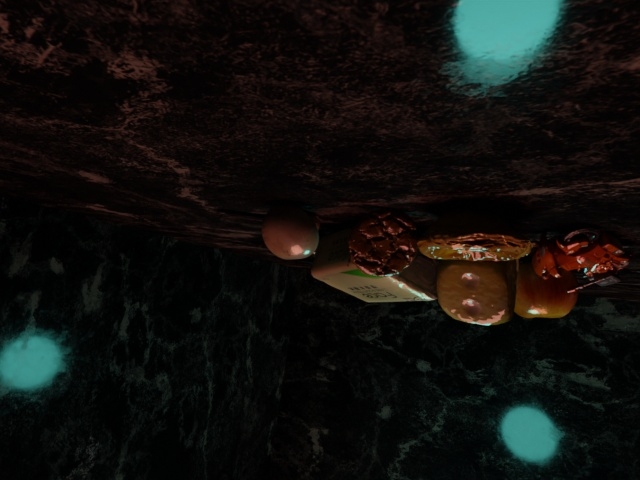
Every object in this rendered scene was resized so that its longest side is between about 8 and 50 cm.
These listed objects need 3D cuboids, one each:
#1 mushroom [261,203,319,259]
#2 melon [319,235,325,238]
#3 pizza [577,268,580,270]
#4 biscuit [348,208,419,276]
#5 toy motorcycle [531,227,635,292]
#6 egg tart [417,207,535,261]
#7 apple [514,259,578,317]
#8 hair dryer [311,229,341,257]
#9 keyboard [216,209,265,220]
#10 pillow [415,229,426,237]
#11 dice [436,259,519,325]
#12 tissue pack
[{"bbox_3d":[-0.087,-0.039,1.355,0.206,0.209,0.206,43,159,21],"label":"mushroom"},{"bbox_3d":[-0.001,-0.001,1.874,0.262,0.053,0.114,6,164,11],"label":"melon"},{"bbox_3d":[0.890,0.071,1.473,0.271,0.056,0.134,17,160,-41],"label":"pizza"},{"bbox_3d":[0.194,0.011,1.220,0.226,0.225,0.042,8,-167,-1],"label":"biscuit"},{"bbox_3d":[0.777,0.052,1.200,0.326,0.147,0.221,20,144,-29],"label":"toy motorcycle"},{"bbox_3d":[0.426,-0.015,1.118,0.319,0.128,0.319,6,172,1],"label":"egg tart"},{"bbox_3d":[0.907,0.205,1.654,0.286,0.232,0.286,-3,161,-1],"label":"apple"},{"bbox_3d":[0.007,-0.002,1.740,0.197,0.089,0.251,30,147,-30],"label":"hair dryer"},{"bbox_3d":[-0.299,-0.098,1.608,0.231,0.023,0.072,8,178,3],"label":"keyboard"},{"bbox_3d":[0.401,-0.008,1.463,0.118,0.043,0.185,7,176,20],"label":"pillow"},{"bbox_3d":[0.539,0.131,1.357,0.227,0.233,0.238,5,-156,33],"label":"dice"},{"bbox_3d":[0.202,0.093,1.504,0.332,0.205,0.405,26,160,-22],"label":"tissue pack"}]
